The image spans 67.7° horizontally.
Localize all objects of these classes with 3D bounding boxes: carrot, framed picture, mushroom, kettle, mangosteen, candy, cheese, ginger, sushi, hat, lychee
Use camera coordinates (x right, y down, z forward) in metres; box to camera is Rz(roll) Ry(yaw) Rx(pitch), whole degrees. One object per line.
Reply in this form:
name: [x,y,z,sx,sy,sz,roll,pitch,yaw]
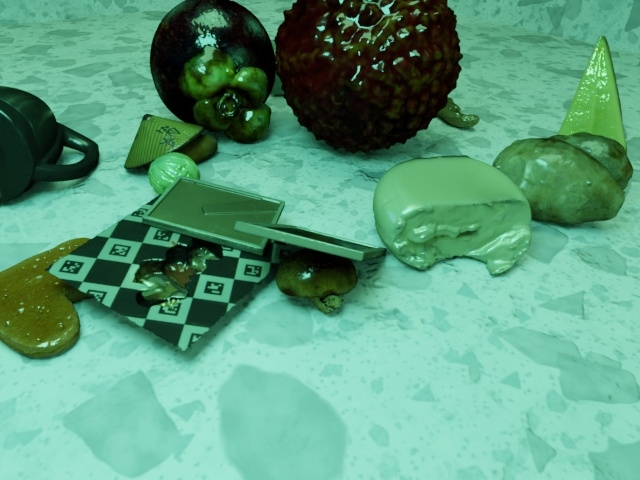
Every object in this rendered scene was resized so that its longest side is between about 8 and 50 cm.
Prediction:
carrot: [-0.299,-0.187,1.048,0.060,0.060,0.186,22,40,24]
framed picture: [-0.174,-0.048,0.811,0.203,0.015,0.150,14,37,2]
mushroom: [-0.007,0.057,0.726,0.127,0.087,0.127,4,11,-1]
kettle: [-0.610,-0.221,0.961,0.250,0.208,0.271,-8,29,-3]
mangosteen: [-0.244,-0.406,1.145,0.329,0.330,0.330,2,36,-1]
candy: [-0.275,-0.045,0.857,0.092,0.093,0.336,-34,40,23]
cheese: [0.224,-0.049,0.838,0.265,0.127,0.233,-5,39,-7]
ginger: [0.371,-0.357,1.340,0.069,0.051,0.173,-15,44,-14]
sushi: [-0.214,0.037,0.744,0.263,0.050,0.290,25,39,14]
ginger: [0.505,-0.138,0.973,0.244,0.155,0.304,25,33,38]
hat: [-0.356,-0.235,1.030,0.192,0.082,0.193,-18,28,10]
lychee: [0.102,-0.413,1.097,0.424,0.425,0.500,1,17,-3]
framed picture: [0.000,0.000,0.734,0.184,0.016,0.250,14,4,15]

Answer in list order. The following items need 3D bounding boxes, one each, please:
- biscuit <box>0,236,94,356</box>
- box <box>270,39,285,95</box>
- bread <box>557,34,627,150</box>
biscuit: [-0.377,0.079,0.695,0.186,0.036,0.192,27,42,26]
box: [-0.061,-0.555,1.520,0.224,0.118,0.225,-5,36,-9]
bread: [0.672,-0.316,1.101,0.163,0.264,0.167,26,29,24]
